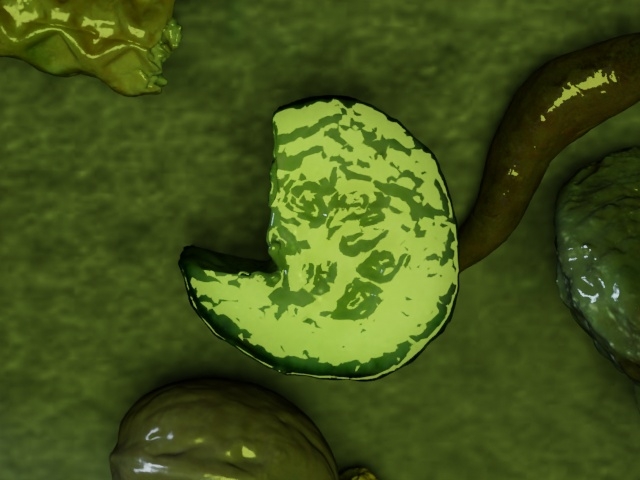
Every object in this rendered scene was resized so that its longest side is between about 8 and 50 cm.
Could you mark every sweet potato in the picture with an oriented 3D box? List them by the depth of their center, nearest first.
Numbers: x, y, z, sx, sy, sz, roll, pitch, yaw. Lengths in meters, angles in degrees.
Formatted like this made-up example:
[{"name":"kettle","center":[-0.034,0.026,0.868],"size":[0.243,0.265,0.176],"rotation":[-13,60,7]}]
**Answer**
[{"name":"sweet potato","center":[0.156,-0.074,1.013],"size":[0.069,0.059,0.249],"rotation":[47,110,14]}]

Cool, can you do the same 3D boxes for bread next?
[{"name":"bread","center":[-0.223,-0.162,0.929],"size":[0.270,0.087,0.098],"rotation":[11,74,-10]}]

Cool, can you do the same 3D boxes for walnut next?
[{"name":"walnut","center":[-0.068,0.167,1.013],"size":[0.162,0.140,0.140],"rotation":[17,102,-20]}]

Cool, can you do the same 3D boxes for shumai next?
[{"name":"shumai","center":[0.260,0.072,1.016],"size":[0.272,0.222,0.203],"rotation":[44,140,13]}]

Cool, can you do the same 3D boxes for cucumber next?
[{"name":"cucumber","center":[0.010,0.001,0.983],"size":[0.191,0.130,0.191],"rotation":[-1,100,-7]}]

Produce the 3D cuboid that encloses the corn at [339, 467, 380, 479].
[{"name":"corn","center":[0.062,0.263,1.083],"size":[0.067,0.067,0.206],"rotation":[-29,103,2]}]
